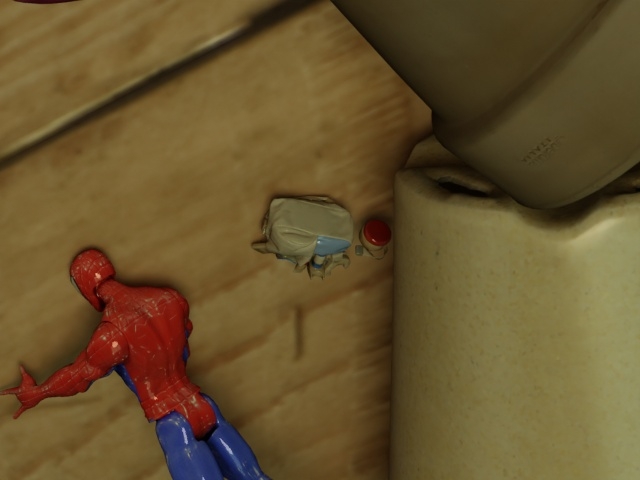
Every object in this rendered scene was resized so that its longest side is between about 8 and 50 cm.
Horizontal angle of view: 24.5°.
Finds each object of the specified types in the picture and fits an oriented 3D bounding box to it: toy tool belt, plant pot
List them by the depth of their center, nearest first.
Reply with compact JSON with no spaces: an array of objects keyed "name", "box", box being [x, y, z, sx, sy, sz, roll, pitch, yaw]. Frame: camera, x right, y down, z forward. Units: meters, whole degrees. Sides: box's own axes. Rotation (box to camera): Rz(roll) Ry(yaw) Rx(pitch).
[{"name":"plant pot","box":[0.081,-0.221,0.739,0.280,0.323,0.323,31,109,-11]},{"name":"plant pot","box":[0.173,0.084,0.932,0.333,0.334,0.306,-10,111,-8]},{"name":"toy tool belt","box":[0.000,0.000,0.978,0.083,0.052,0.051,9,148,-16]}]

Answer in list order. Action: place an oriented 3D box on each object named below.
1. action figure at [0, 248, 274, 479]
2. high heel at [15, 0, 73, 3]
[{"name":"action figure","box":[-0.104,0.140,0.980,0.139,0.091,0.280,-28,92,44]},{"name":"high heel","box":[-0.145,-0.309,0.748,0.181,0.127,0.377,-11,122,-42]}]
